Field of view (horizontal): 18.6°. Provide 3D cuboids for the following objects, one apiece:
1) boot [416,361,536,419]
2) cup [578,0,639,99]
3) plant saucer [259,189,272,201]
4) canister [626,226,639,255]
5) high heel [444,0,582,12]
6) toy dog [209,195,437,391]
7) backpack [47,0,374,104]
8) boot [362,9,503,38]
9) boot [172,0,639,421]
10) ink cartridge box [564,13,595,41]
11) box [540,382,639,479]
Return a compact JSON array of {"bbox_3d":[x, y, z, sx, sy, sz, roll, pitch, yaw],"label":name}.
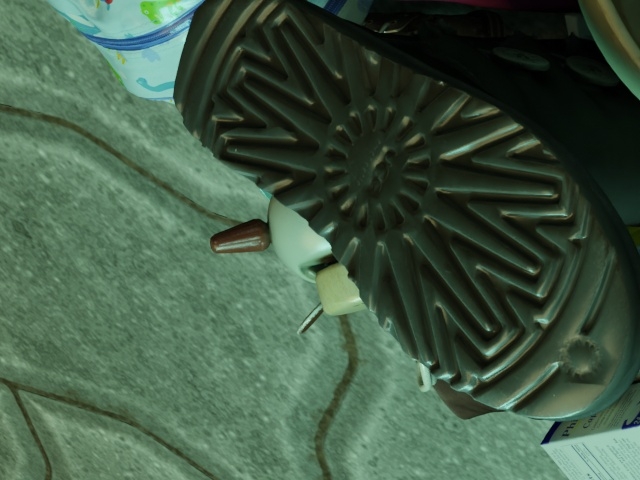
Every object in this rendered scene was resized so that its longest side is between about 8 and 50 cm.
[{"bbox_3d":[0.146,0.080,1.818,0.206,0.090,0.248,-10,126,45],"label":"boot"},{"bbox_3d":[0.294,-0.188,1.234,0.331,0.331,0.237,40,171,-2],"label":"cup"},{"bbox_3d":[-0.015,-0.064,1.860,0.119,0.021,0.119,24,143,20],"label":"plant saucer"},{"bbox_3d":[0.310,0.014,1.610,0.170,0.073,0.126,46,138,-14],"label":"canister"},{"bbox_3d":[0.089,-0.215,1.531,0.181,0.127,0.377,35,163,-33],"label":"high heel"},{"bbox_3d":[0.000,0.000,1.675,0.161,0.220,0.334,-11,154,5],"label":"toy dog"},{"bbox_3d":[-0.052,-0.264,1.379,0.290,0.355,0.273,3,133,39],"label":"backpack"},{"bbox_3d":[-0.002,-0.153,1.551,0.229,0.091,0.263,8,178,-27],"label":"boot"},{"bbox_3d":[0.170,-0.031,1.278,0.367,0.445,0.146,45,113,30],"label":"boot"},{"bbox_3d":[0.236,-0.137,1.548,0.062,0.029,0.115,12,137,32],"label":"ink cartridge box"},{"bbox_3d":[0.302,0.203,1.834,0.137,0.072,0.126,-19,117,50],"label":"box"}]
